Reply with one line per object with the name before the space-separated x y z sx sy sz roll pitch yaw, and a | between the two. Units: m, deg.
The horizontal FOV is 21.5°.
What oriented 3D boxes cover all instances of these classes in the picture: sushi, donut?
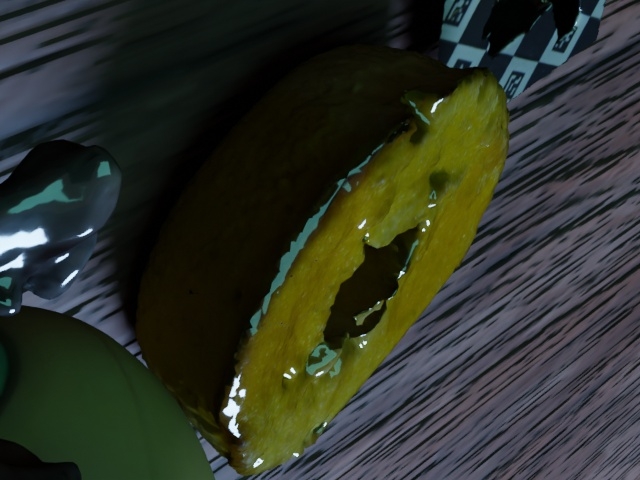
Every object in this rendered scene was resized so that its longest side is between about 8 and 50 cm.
sushi | 0.080 -0.110 0.708 0.126 0.026 0.120 -35 148 -33
donut | 0.000 0.000 0.639 0.178 0.065 0.162 -48 157 -25

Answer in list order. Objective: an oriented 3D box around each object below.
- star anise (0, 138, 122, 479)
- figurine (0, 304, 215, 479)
star anise | -0.119 0.047 0.336 0.198 0.257 0.110 -32 180 -5
figurine | -0.139 0.166 0.468 0.222 0.124 0.324 26 97 -49
